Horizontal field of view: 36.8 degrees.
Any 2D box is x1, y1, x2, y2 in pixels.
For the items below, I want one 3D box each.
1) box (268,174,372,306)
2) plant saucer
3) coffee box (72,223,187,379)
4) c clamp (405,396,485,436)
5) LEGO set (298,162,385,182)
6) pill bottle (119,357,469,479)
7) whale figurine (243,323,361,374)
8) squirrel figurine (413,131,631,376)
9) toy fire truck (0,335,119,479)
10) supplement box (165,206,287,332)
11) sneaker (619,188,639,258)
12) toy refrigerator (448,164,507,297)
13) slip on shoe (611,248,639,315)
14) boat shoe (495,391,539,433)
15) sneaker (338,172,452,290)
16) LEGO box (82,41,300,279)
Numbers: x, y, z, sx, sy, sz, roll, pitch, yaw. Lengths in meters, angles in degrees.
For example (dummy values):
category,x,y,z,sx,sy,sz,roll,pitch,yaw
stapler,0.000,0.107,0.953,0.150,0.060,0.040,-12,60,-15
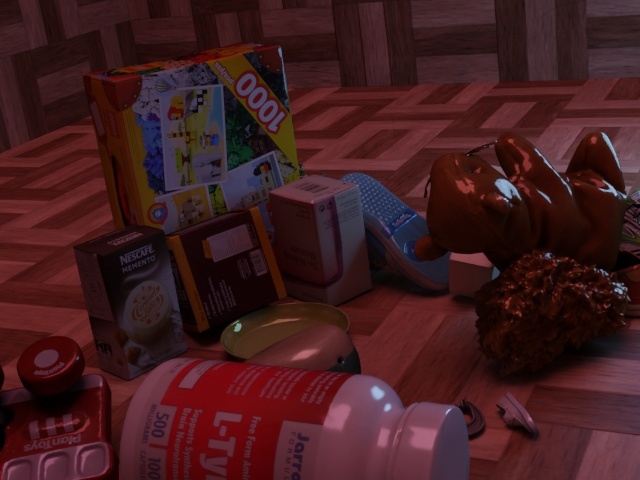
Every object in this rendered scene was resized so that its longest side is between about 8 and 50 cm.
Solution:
category,x,y,z,sx,sy,sz,roll,pitch,yaw
box,0.000,0.000,1.956,0.126,0.232,0.148,-23,25,-35
plant saucer,-0.063,0.180,1.779,0.240,0.037,0.241,-6,19,2
coffee box,-0.347,0.110,1.768,0.098,0.247,0.141,12,28,43
c clamp,0.171,0.267,1.478,0.160,0.022,0.137,-5,20,9
LEGO set,-0.002,-0.115,2.326,0.331,0.192,0.255,-5,20,7
pill bottle,-0.030,0.277,1.225,0.407,0.229,0.229,2,22,24
whale figurine,-0.051,0.234,1.543,0.272,0.141,0.216,-23,5,43
squirrel figurine,0.335,0.010,1.585,0.281,0.397,0.370,-28,-22,35
toy fire truck,-0.459,0.300,1.457,0.302,0.169,0.254,-10,39,-5
supplement box,-0.201,0.056,1.892,0.194,0.191,0.129,-21,8,-25
sneaker,0.634,-0.014,1.890,0.134,0.146,0.343,-16,22,-22
toy refrigerator,0.328,-0.021,1.917,0.094,0.102,0.270,12,51,17
slip on shoe,0.532,0.042,1.841,0.123,0.101,0.331,-15,20,-13
boat shoe,0.291,0.263,1.438,0.035,0.035,0.100,-37,27,0
sneaker,0.137,0.025,2.022,0.127,0.208,0.319,-28,64,-34
LEGO box,-0.248,-0.137,2.031,0.372,0.501,0.193,-19,22,-27
